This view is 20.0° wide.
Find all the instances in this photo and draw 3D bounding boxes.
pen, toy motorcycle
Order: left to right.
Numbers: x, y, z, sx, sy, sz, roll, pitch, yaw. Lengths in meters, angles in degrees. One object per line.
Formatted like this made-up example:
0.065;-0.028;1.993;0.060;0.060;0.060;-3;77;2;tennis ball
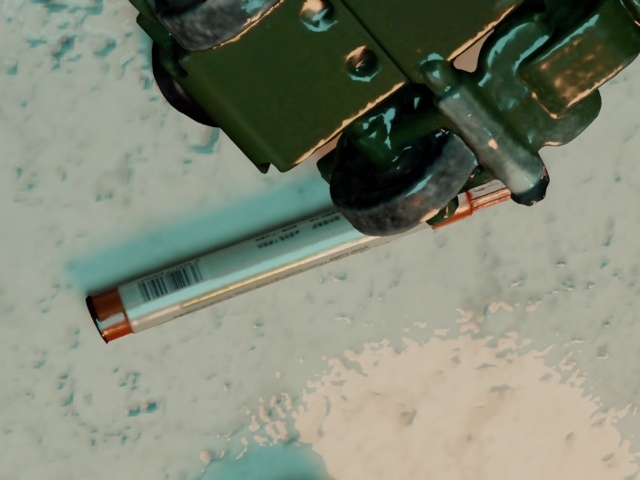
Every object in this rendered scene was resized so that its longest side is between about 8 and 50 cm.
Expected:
0.000;0.000;0.904;0.239;0.028;0.028;-19;118;-6;pen
0.052;-0.119;0.817;0.275;0.127;0.205;-37;117;11;toy motorcycle
